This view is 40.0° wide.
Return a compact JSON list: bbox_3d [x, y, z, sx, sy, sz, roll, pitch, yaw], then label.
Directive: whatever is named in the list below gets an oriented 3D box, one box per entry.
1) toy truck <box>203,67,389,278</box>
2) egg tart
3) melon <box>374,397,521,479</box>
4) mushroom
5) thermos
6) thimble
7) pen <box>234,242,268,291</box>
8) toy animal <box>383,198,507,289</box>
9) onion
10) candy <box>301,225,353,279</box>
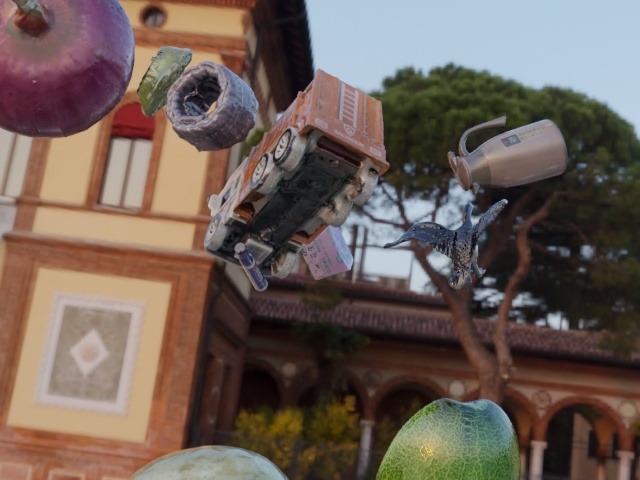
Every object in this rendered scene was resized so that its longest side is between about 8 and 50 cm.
[{"bbox_3d":[-0.051,-0.108,1.538,0.173,0.207,0.387,24,-43,-23],"label":"toy truck"},{"bbox_3d":[-0.372,-0.377,2.051,0.078,0.197,0.197,30,-19,-9],"label":"egg tart"},{"bbox_3d":[0.242,0.356,1.430,0.265,0.169,0.129,4,18,-24],"label":"melon"},{"bbox_3d":[-0.190,0.489,1.435,0.352,0.260,0.352,-13,-43,-13],"label":"mushroom"},{"bbox_3d":[0.331,-0.158,1.605,0.193,0.137,0.105,-17,-21,-7],"label":"thermos"},{"bbox_3d":[-0.190,-0.233,1.545,0.150,0.150,0.097,-1,-18,30],"label":"thimble"},{"bbox_3d":[-0.113,0.045,1.449,0.025,0.025,0.204,6,-19,7],"label":"pen"},{"bbox_3d":[0.278,0.001,1.770,0.272,0.160,0.197,-10,12,29],"label":"toy animal"},{"bbox_3d":[-0.536,-0.368,1.687,0.358,0.358,0.345,12,10,-18],"label":"onion"},{"bbox_3d":[0.000,0.000,1.907,0.092,0.160,0.073,-20,13,20],"label":"candy"}]
